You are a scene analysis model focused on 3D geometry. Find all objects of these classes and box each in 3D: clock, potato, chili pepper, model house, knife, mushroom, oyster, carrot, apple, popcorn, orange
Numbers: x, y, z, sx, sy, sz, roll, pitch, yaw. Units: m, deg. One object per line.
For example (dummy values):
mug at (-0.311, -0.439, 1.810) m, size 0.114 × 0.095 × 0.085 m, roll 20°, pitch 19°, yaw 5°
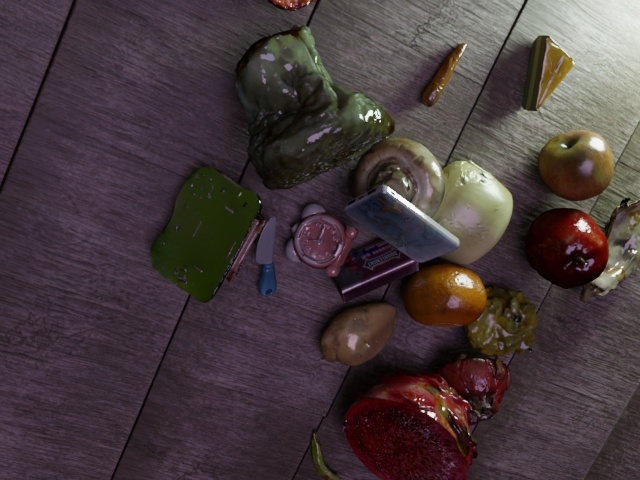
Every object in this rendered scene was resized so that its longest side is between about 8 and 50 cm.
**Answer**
clock at (0.000, 0.000, 1.563) m, size 0.162 × 0.093 × 0.166 m, roll 27°, pitch 94°, yaw 9°
potato at (0.111, 0.264, 1.658) m, size 0.234 × 0.128 × 0.161 m, roll -15°, pitch 113°, yaw -15°
chili pepper at (0.004, 0.663, 1.796) m, size 0.049 × 0.043 × 0.208 m, roll -22°, pitch 110°, yaw 7°
model house at (-0.263, -0.019, 1.497) m, size 0.207 × 0.154 × 0.294 m, roll 31°, pitch 97°, yaw 13°
knife at (-0.140, 0.046, 1.542) m, size 0.058 × 0.032 × 0.244 m, roll -14°, pitch 129°, yaw -22°
mushroom at (0.187, -0.137, 1.515) m, size 0.255 × 0.184 × 0.255 m, roll 11°, pitch 120°, yaw 19°
oyster at (0.891, 0.028, 1.798) m, size 0.221 × 0.096 × 0.361 m, roll 16°, pitch 102°, yaw -23°
carrot at (0.320, -0.433, 1.551) m, size 0.047 × 0.047 × 0.191 m, roll 30°, pitch 91°, yaw -20°
apple at (0.696, -0.201, 1.632) m, size 0.188 × 0.188 × 0.174 m, roll -34°, pitch 116°, yaw -2°
popcorn at (0.519, 0.232, 1.725) m, size 0.218 × 0.169 × 0.189 m, roll -10°, pitch 110°, yaw -17°
orange at (0.340, 0.149, 1.638) m, size 0.224 × 0.224 × 0.170 m, roll 5°, pitch 77°, yaw -15°

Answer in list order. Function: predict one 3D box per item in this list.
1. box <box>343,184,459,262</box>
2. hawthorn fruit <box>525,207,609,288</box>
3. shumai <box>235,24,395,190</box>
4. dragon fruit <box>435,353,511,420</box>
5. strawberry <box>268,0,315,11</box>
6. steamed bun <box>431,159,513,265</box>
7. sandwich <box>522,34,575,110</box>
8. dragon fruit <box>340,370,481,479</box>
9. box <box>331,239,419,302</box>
box at (0.200, -0.035, 1.457) m, size 0.285 × 0.142 × 0.044 m, roll 32°, pitch 54°, yaw -29°
hawthorn fruit at (0.689, 0.025, 1.649) m, size 0.210 × 0.266 × 0.230 m, roll -25°, pitch 97°, yaw 6°
shumai at (-0.043, -0.308, 1.364) m, size 0.324 × 0.397 × 0.323 m, roll -29°, pitch 88°, yaw 16°
dragon fruit at (0.445, 0.439, 1.728) m, size 0.218 × 0.148 × 0.224 m, roll 8°, pitch 146°, yaw -10°
strawberry at (-0.072, -0.607, 1.382) m, size 0.187 × 0.082 × 0.147 m, roll 6°, pitch 110°, yaw -22°
steamed bun at (0.376, -0.066, 1.604) m, size 0.232 × 0.166 × 0.273 m, roll 37°, pitch 95°, yaw -22°
sandwich at (0.571, -0.442, 1.588) m, size 0.113 × 0.079 × 0.163 m, roll 36°, pitch 97°, yaw -18°
dragon fruit at (0.264, 0.519, 1.686) m, size 0.371 × 0.249 × 0.386 m, roll 21°, pitch 130°, yaw 21°
box at (0.139, 0.072, 1.612) m, size 0.224 × 0.120 × 0.069 m, roll -24°, pitch 140°, yaw -8°
